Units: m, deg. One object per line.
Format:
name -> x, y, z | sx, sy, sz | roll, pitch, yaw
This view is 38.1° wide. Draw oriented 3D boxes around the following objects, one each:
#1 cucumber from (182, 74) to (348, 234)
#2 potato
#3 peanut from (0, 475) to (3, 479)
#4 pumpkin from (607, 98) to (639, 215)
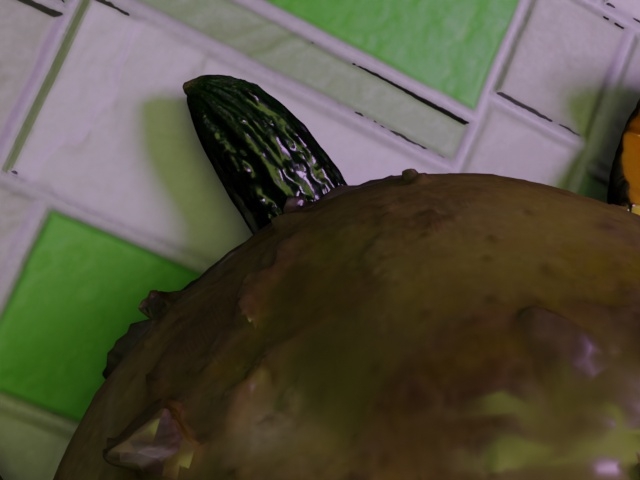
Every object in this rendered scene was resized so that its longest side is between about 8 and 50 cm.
cucumber -> 0.001, -0.001, 0.613 | 0.077, 0.077, 0.265 | -31, 96, -15
potato -> 0.076, 0.166, 0.448 | 0.442, 0.319, 0.385 | -23, 100, 1
peanut -> -0.296, 0.142, 0.479 | 0.340, 0.158, 0.174 | 16, 63, -19
pumpkin -> 0.274, -0.057, 0.678 | 0.119, 0.107, 0.183 | 22, 90, -7
